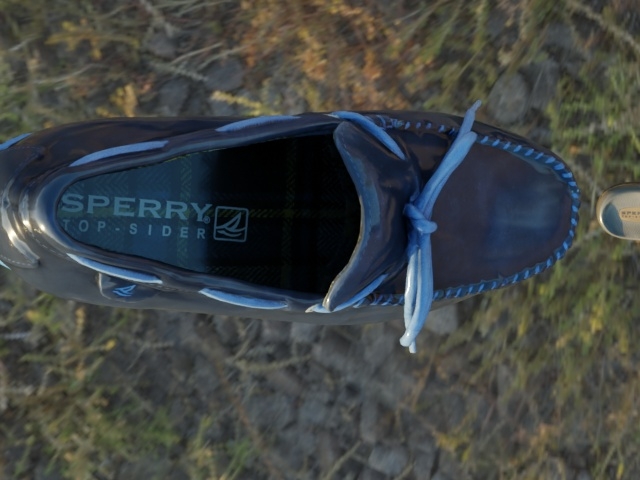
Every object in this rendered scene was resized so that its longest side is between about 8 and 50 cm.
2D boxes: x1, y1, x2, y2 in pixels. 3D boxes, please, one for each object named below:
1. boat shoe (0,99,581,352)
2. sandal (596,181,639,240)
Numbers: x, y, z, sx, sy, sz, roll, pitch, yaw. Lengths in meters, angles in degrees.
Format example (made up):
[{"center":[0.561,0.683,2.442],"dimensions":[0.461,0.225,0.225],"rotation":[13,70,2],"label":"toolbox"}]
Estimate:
[{"center":[0.000,0.000,0.552],"dimensions":[0.258,0.089,0.109],"rotation":[-8,97,-26],"label":"boat shoe"},{"center":[0.408,-0.028,1.546],"dimensions":[0.219,0.060,0.090],"rotation":[2,113,22],"label":"sandal"}]
